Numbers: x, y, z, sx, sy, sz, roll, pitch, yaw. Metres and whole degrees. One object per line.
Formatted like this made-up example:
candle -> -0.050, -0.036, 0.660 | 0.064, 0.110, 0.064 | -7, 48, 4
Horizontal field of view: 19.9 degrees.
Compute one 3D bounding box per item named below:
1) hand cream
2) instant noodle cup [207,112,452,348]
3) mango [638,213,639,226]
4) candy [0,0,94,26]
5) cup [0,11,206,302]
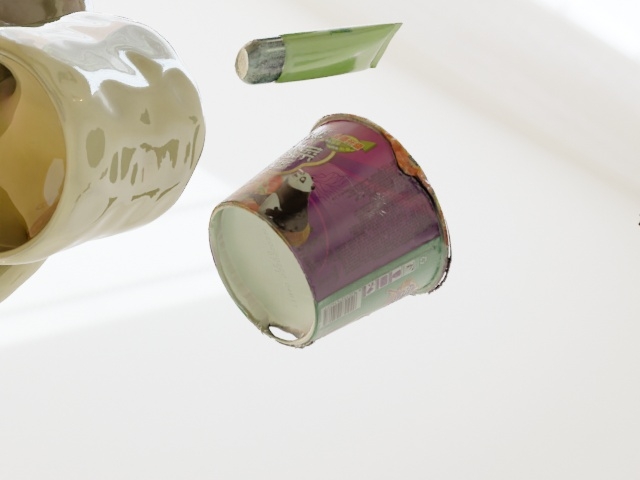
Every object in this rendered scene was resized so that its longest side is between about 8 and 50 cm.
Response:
hand cream -> -0.005, -0.200, 1.958 | 0.175, 0.046, 0.095 | -12, 157, -24
instant noodle cup -> 0.000, 0.000, 2.139 | 0.190, 0.251, 0.251 | -32, 167, -30
mango -> 0.451, 0.033, 2.046 | 0.138, 0.187, 0.257 | -164, -98, -68
candy -> -0.297, -0.293, 1.733 | 0.104, 0.234, 0.102 | -19, -167, 5
cup -> -0.203, -0.041, 1.374 | 0.202, 0.173, 0.255 | -23, 127, -62
